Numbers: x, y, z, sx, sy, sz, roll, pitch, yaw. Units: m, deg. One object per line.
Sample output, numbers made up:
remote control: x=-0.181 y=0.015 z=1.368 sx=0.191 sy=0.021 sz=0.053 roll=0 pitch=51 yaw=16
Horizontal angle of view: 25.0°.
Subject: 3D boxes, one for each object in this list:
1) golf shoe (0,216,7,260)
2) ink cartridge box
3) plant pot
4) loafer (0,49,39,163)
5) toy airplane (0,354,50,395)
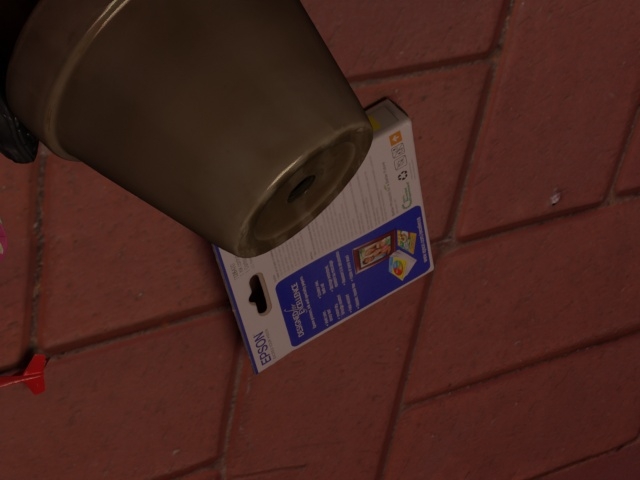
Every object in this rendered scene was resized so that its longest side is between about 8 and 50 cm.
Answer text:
golf shoe: x=-0.383 y=-0.103 z=1.409 sx=0.115 sy=0.140 sz=0.306 roll=-11 pitch=134 yaw=-15
ink cartridge box: x=0.000 y=0.000 z=1.939 sx=0.307 sy=0.072 sz=0.303 roll=-28 pitch=140 yaw=-13
plant pot: x=-0.109 y=-0.141 z=1.468 sx=0.323 sy=0.280 sz=0.323 roll=-40 pitch=165 yaw=-13
loafer: x=-0.355 y=-0.156 z=1.504 sx=0.078 sy=0.076 sz=0.223 roll=-5 pitch=148 yaw=11
toy airplane: x=-0.401 y=0.177 z=1.795 sx=0.151 sy=0.028 sz=0.151 roll=-22 pitch=136 yaw=-23
